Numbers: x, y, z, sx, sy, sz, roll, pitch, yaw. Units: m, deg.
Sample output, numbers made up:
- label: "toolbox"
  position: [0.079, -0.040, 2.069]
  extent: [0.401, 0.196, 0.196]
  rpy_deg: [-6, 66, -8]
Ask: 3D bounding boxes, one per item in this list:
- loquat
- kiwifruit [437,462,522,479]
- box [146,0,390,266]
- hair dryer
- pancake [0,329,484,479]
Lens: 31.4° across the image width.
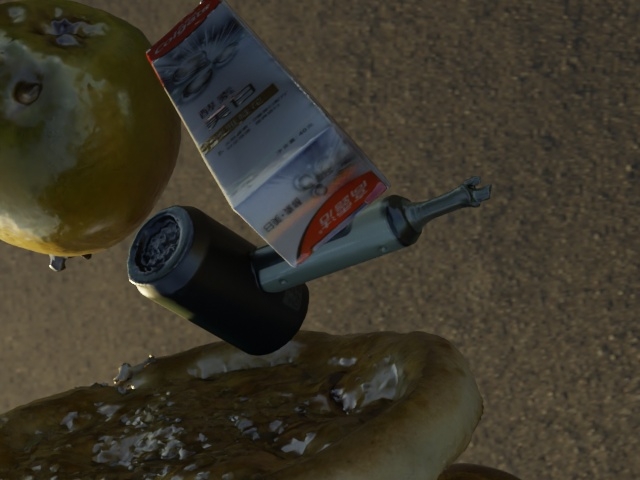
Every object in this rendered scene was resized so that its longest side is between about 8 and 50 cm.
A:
- label: "loquat"
  position: [-0.221, -0.077, 0.970]
  extent: [0.213, 0.213, 0.246]
  rpy_deg: [43, 140, 38]
- label: "kiwifruit"
  position: [0.181, 0.372, 1.422]
  extent: [0.234, 0.196, 0.196]
  rpy_deg: [-31, 71, 53]
- label: "box"
  position: [-0.033, -0.062, 0.532]
  extent: [0.055, 0.039, 0.218]
  rpy_deg: [-42, 31, 4]
- label: "hair dryer"
  position: [0.000, 0.000, 0.609]
  extent: [0.198, 0.100, 0.057]
  rpy_deg: [-21, 54, 27]
- label: "pancake"
  position: [-0.089, 0.134, 0.746]
  extent: [0.382, 0.382, 0.071]
  rpy_deg: [-1, 107, 49]
